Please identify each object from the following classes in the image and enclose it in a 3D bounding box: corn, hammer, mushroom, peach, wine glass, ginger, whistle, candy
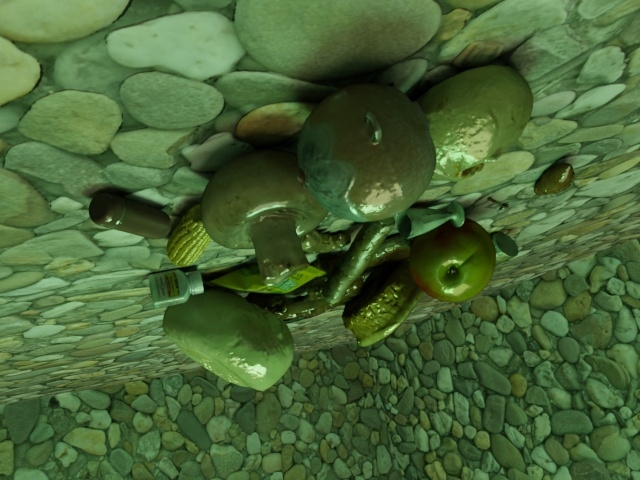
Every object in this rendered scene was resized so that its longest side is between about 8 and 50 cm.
[{"bbox_3d":[-0.237,-0.007,0.973,0.067,0.067,0.206,-5,160,-29],"label":"corn"},{"bbox_3d":[0.459,-0.097,1.381,0.029,0.014,0.123,-35,153,28],"label":"hammer"},{"bbox_3d":[-0.077,-0.031,0.810,0.204,0.204,0.204,-14,163,-4],"label":"mushroom"},{"bbox_3d":[0.339,0.046,1.370,0.231,0.231,0.231,-14,163,-4],"label":"peach"},{"bbox_3d":[0.259,-0.052,1.257,0.155,0.073,0.073,-11,163,-23],"label":"wine glass"},{"bbox_3d":[-0.001,0.002,1.244,0.069,0.051,0.173,-40,159,31],"label":"ginger"},{"bbox_3d":[0.057,-0.099,0.757,0.189,0.189,0.348,-15,170,1],"label":"whistle"},{"bbox_3d":[-0.141,0.099,1.363,0.297,0.081,0.187,-13,166,25],"label":"candy"}]

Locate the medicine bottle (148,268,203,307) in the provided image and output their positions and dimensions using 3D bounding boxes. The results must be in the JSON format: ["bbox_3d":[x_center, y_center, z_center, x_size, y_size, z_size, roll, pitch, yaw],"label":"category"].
[{"bbox_3d":[-0.336,0.109,1.240,0.118,0.074,0.055,-9,162,-18],"label":"medicine bottle"}]

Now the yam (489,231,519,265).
[{"bbox_3d":[0.541,0.046,1.747,0.107,0.107,0.194,2,155,-44],"label":"yam"}]

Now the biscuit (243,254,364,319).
[{"bbox_3d":[-0.026,0.150,1.576,0.366,0.115,0.268,-23,162,28],"label":"biscuit"}]

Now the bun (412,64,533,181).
[{"bbox_3d":[0.219,-0.154,0.793,0.222,0.128,0.222,-15,160,-5],"label":"bun"}]

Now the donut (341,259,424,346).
[{"bbox_3d":[0.192,0.179,1.643,0.330,0.160,0.330,-51,177,-4],"label":"donut"}]

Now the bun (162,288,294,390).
[{"bbox_3d":[-0.237,0.251,1.426,0.361,0.213,0.361,24,156,12],"label":"bun"}]

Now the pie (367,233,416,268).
[{"bbox_3d":[0.207,0.030,1.509,0.195,0.046,0.195,-17,165,-5],"label":"pie"}]

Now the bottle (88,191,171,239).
[{"bbox_3d":[-0.300,-0.037,0.847,0.053,0.053,0.140,-21,163,19],"label":"bottle"}]

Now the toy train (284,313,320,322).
[{"bbox_3d":[-0.182,0.258,1.830,0.409,0.086,0.089,-12,164,-11],"label":"toy train"}]

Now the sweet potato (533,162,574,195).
[{"bbox_3d":[0.550,-0.136,1.258,0.068,0.060,0.206,20,172,1],"label":"sweet potato"}]

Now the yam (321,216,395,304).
[{"bbox_3d":[0.084,0.046,1.289,0.071,0.067,0.317,-47,171,-49],"label":"yam"}]
